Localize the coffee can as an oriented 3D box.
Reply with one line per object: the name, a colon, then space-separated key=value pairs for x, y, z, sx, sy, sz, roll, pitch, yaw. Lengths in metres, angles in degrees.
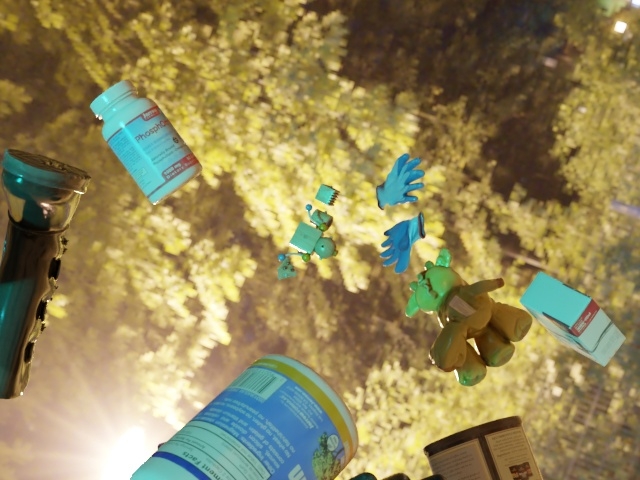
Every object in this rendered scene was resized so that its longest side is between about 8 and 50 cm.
coffee can: x=0.332 y=0.495 z=1.952 sx=0.201 sy=0.202 sz=0.275 roll=67 pitch=-175 yaw=-72

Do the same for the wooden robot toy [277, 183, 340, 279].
wooden robot toy: x=0.000 y=0.000 z=1.663 sx=0.173 sy=0.079 sz=0.076 roll=-61 pitch=-19 yaw=-7

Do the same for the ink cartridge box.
ink cartridge box: x=0.361 y=0.113 z=1.472 sx=0.056 sy=0.099 sz=0.135 roll=-54 pitch=-47 yaw=-5

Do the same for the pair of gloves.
pair of gloves: x=0.141 y=-0.045 z=1.783 sx=0.159 sy=0.023 sz=0.198 roll=141 pitch=129 yaw=-60

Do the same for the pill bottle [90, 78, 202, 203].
pill bottle: x=-0.239 y=-0.136 z=1.402 sx=0.087 sy=0.160 sz=0.087 roll=-36 pitch=5 yaw=3

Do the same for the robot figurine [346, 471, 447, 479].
robot figurine: x=0.084 y=0.462 z=1.566 sx=0.278 sy=0.209 sz=0.173 roll=-24 pitch=-14 yaw=3

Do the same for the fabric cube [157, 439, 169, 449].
fabric cube: x=-0.151 y=0.509 z=2.215 sx=0.254 sy=0.259 sz=0.258 roll=-31 pitch=-27 yaw=17

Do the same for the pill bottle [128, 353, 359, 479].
pill bottle: x=-0.098 y=0.252 z=1.041 sx=0.272 sy=0.152 sz=0.152 roll=-41 pitch=-27 yaw=-35

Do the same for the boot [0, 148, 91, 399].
boot: x=-0.548 y=0.070 z=1.849 sx=0.367 sy=0.146 sz=0.445 roll=-149 pitch=80 yaw=-87

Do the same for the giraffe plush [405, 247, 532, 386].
giraffe plush: x=0.226 y=0.115 z=1.738 sx=0.181 sy=0.170 sz=0.210 roll=-37 pitch=-52 yaw=-6
